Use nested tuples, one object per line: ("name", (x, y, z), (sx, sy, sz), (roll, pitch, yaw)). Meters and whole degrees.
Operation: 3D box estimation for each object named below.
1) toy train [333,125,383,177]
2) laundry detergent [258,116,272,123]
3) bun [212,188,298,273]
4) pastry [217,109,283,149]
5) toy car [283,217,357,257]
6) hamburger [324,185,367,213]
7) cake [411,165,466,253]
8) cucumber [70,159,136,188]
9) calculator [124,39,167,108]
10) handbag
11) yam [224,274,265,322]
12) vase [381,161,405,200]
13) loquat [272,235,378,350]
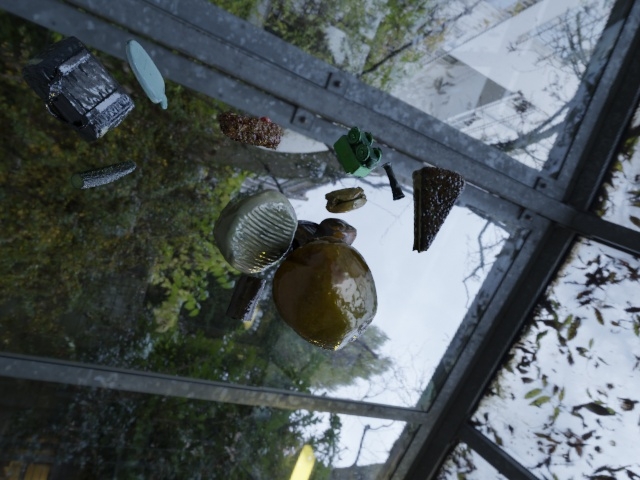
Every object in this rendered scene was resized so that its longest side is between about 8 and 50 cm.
("toy train", (0.180, -0.429, 2.136), (0.188, 0.132, 0.243), (-41, -118, 36))
("laundry detergent", (-0.200, -0.399, 1.627), (0.165, 0.049, 0.097), (4, 108, -81))
("bun", (-0.171, -0.031, 1.125), (0.116, 0.210, 0.237), (43, -69, 45))
("pastry", (-0.172, -0.268, 1.084), (0.087, 0.169, 0.063), (136, -42, -59))
("toy car", (0.000, 0.000, 1.865), (0.341, 0.271, 0.240), (33, -71, 35))
("hamburger", (0.085, -0.142, 1.523), (0.138, 0.147, 0.083), (-160, -125, -75))
("cake", (0.339, -0.086, 1.256), (0.112, 0.135, 0.246), (-162, -108, -86))
("cucumber", (-0.790, -0.251, 1.635), (0.067, 0.067, 0.293), (-57, 174, 29))
("calculator", (-0.704, -0.675, 1.791), (0.042, 0.295, 0.184), (-15, -127, 7))
("handbag", (-0.679, -0.411, 1.219), (0.181, 0.254, 0.181), (5, -130, 46))
("yam", (-0.209, 0.160, 1.221), (0.084, 0.084, 0.127), (-1, -110, 63))
("vase", (0.318, -0.261, 1.919), (0.059, 0.059, 0.167), (-33, -110, 52))
("loquat", (0.021, 0.131, 1.126), (0.284, 0.276, 0.276), (54, -42, 3))
